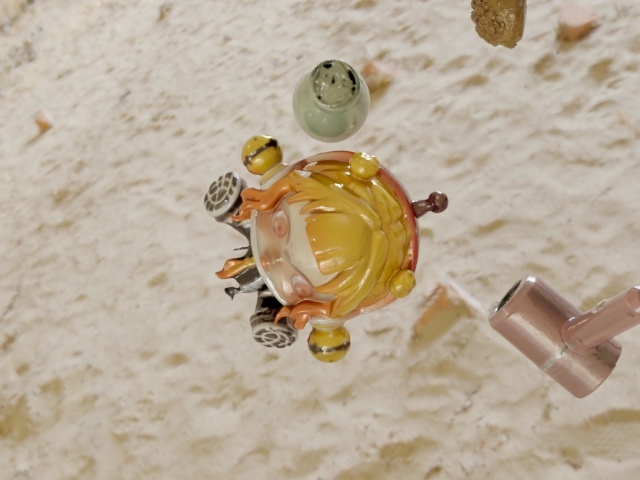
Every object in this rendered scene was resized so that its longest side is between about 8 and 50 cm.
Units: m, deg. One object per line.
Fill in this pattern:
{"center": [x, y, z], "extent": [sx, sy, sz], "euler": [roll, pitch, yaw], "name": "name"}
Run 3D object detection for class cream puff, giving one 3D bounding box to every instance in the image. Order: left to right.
{"center": [0.330, -0.428, 1.824], "extent": [0.103, 0.126, 0.144], "euler": [7, 68, 10], "name": "cream puff"}

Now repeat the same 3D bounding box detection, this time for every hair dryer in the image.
{"center": [0.436, 0.124, 1.625], "extent": [0.125, 0.210, 0.352], "euler": [-49, -2, -25], "name": "hair dryer"}

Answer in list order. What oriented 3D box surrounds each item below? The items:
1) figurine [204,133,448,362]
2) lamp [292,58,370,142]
{"center": [0.002, -0.001, 1.313], "extent": [0.196, 0.320, 0.323], "euler": [-25, 9, -42], "name": "figurine"}
{"center": [0.015, -0.182, 1.256], "extent": [0.106, 0.106, 0.193], "euler": [-32, 2, -1], "name": "lamp"}
